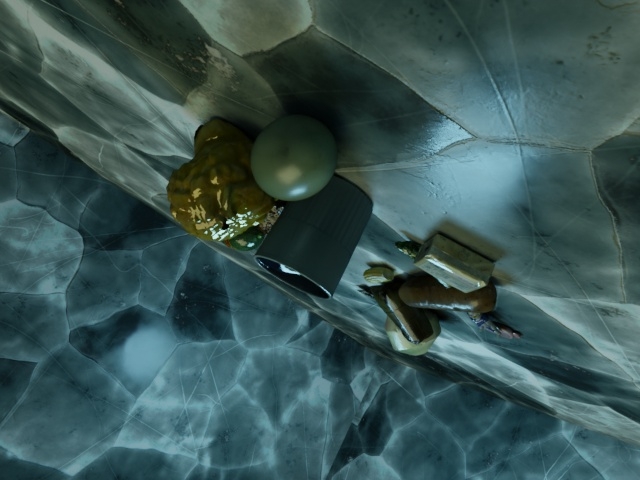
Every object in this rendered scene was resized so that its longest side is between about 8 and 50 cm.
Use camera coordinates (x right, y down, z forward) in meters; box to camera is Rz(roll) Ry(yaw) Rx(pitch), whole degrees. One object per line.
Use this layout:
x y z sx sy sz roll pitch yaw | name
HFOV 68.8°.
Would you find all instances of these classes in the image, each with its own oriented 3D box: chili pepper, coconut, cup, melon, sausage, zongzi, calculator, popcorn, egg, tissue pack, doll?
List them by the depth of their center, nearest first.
-0.067 -0.198 1.143 0.203 0.202 0.283 34 165 -20 | egg
0.398 0.072 1.404 0.196 0.092 0.148 30 163 0 | tissue pack
-0.303 -0.185 1.421 0.381 0.349 0.349 61 175 22 | popcorn
0.011 0.000 1.426 0.331 0.311 0.257 38 161 -33 | cup
0.337 0.066 1.508 0.227 0.088 0.059 31 149 0 | chili pepper
0.421 0.185 1.666 0.136 0.123 0.501 9 172 -23 | sausage
0.608 0.301 1.795 0.114 0.057 0.227 23 160 50 | doll
0.716 0.359 1.873 0.166 0.024 0.103 16 160 41 | calculator
0.337 0.305 2.057 0.286 0.138 0.300 58 162 -9 | zongzi
-0.362 -0.043 2.139 0.288 0.182 0.182 11 157 41 | melon
0.426 0.415 2.172 0.260 0.259 0.259 26 164 8 | coconut

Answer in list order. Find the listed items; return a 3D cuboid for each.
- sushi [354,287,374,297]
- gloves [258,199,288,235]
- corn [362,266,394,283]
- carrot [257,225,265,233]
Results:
0.247 0.263 2.352 0.120 0.026 0.126 29 168 -11 | sushi
-0.125 -0.089 1.635 0.313 0.135 0.210 30 134 -24 | gloves
0.240 0.143 1.928 0.085 0.063 0.165 42 159 -13 | corn
-0.135 -0.009 1.950 0.307 0.100 0.258 22 173 32 | carrot
